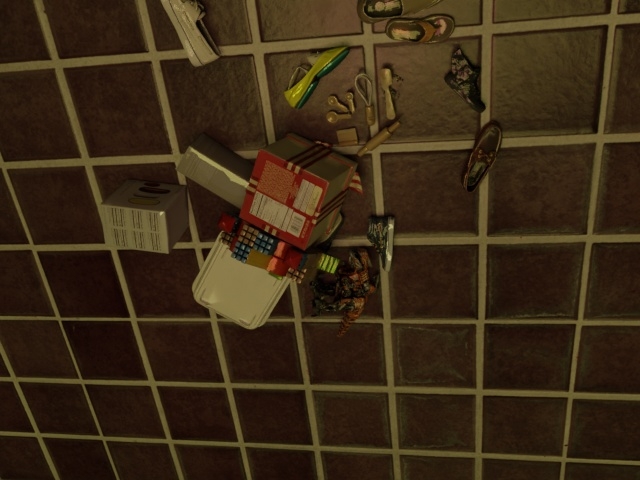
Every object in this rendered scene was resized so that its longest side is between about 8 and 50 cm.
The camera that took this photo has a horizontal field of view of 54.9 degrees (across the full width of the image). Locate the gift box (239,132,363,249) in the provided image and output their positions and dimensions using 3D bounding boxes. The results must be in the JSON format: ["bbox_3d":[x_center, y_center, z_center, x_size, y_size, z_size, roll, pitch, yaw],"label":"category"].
[{"bbox_3d":[-0.042,-0.131,1.756,0.276,0.258,0.255,31,119,9],"label":"gift box"}]

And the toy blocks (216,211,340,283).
[{"bbox_3d":[-0.159,0.019,1.798,0.381,0.261,0.191,26,97,15],"label":"toy blocks"}]

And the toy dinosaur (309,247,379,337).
[{"bbox_3d":[0.078,0.176,1.978,0.218,0.164,0.322,2,98,-9],"label":"toy dinosaur"}]

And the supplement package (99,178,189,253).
[{"bbox_3d":[-0.539,-0.079,1.914,0.203,0.194,0.149,7,120,6],"label":"supplement package"}]

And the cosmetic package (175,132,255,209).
[{"bbox_3d":[-0.290,-0.205,1.841,0.238,0.127,0.107,35,118,-7],"label":"cosmetic package"}]

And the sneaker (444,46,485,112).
[{"bbox_3d":[0.398,-0.424,1.637,0.170,0.051,0.089,40,122,-8],"label":"sneaker"}]

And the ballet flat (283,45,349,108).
[{"bbox_3d":[-0.021,-0.461,1.684,0.077,0.077,0.231,48,119,3],"label":"ballet flat"}]

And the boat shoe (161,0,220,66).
[{"bbox_3d":[-0.352,-0.602,1.652,0.088,0.096,0.268,-15,116,13],"label":"boat shoe"}]

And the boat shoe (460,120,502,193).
[{"bbox_3d":[0.454,-0.228,1.724,0.073,0.073,0.207,17,119,2],"label":"boat shoe"}]

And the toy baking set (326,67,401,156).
[{"bbox_3d":[0.125,-0.353,1.716,0.256,0.030,0.197,-30,108,33],"label":"toy baking set"}]

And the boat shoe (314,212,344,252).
[{"bbox_3d":[0.000,0.000,1.942,0.079,0.084,0.233,17,121,-44],"label":"boat shoe"}]

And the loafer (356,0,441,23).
[{"bbox_3d":[0.217,-0.609,1.544,0.268,0.092,0.102,-19,114,19],"label":"loafer"}]

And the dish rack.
[{"bbox_3d":[-0.268,0.145,2.062,0.285,0.072,0.333,29,118,-5],"label":"dish rack"}]

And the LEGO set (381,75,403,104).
[{"bbox_3d":[0.198,-0.414,1.700,0.054,0.023,0.083,41,104,-15],"label":"LEGO set"}]

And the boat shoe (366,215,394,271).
[{"bbox_3d":[0.184,0.008,1.911,0.083,0.065,0.184,4,112,9],"label":"boat shoe"}]

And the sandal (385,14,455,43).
[{"bbox_3d":[0.257,-0.545,1.597,0.180,0.049,0.072,3,119,9],"label":"sandal"}]
